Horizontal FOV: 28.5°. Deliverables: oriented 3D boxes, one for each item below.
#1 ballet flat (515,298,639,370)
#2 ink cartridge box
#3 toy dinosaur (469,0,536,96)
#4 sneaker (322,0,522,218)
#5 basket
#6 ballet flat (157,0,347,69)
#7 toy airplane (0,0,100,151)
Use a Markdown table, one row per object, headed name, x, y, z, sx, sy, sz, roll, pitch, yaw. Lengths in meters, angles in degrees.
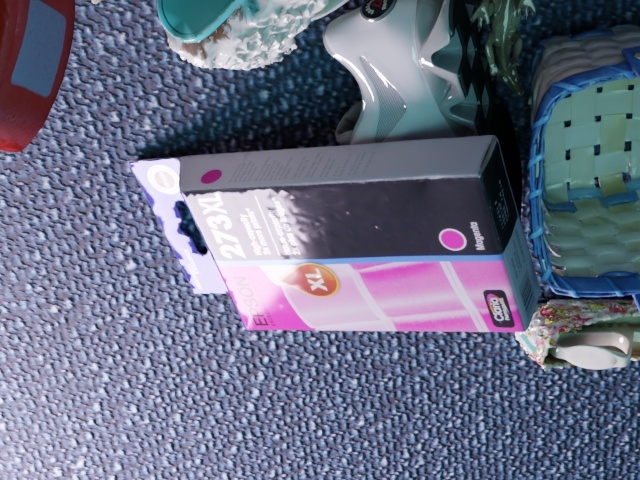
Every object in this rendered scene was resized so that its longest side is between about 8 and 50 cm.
| name | x | y | z | sx | sy | sz | roll | pitch | yaw |
| --- | --- | --- | --- | --- | --- | --- | --- | --- | --- |
| ballet flat | 0.324 | 0.103 | 1.305 | 0.241 | 0.077 | 0.091 | -5 | 125 | 0 |
| ink cartridge box | 0.000 | 0.000 | 1.141 | 0.371 | 0.069 | 0.175 | 0 | 130 | 29 |
| toy dinosaur | 0.159 | -0.205 | 1.070 | 0.053 | 0.092 | 0.183 | 8 | 117 | 9 |
| sneaker | 0.097 | -0.085 | 1.150 | 0.146 | 0.122 | 0.330 | -5 | 128 | 22 |
| basket | 0.276 | -0.048 | 1.063 | 0.201 | 0.289 | 0.254 | -5 | 128 | 4 |
| ballet flat | 0.033 | -0.285 | 1.003 | 0.147 | 0.147 | 0.409 | 37 | 119 | -25 |
| toy airplane | -0.253 | -0.288 | 0.822 | 0.272 | 0.386 | 0.384 | -24 | 118 | 16 |
